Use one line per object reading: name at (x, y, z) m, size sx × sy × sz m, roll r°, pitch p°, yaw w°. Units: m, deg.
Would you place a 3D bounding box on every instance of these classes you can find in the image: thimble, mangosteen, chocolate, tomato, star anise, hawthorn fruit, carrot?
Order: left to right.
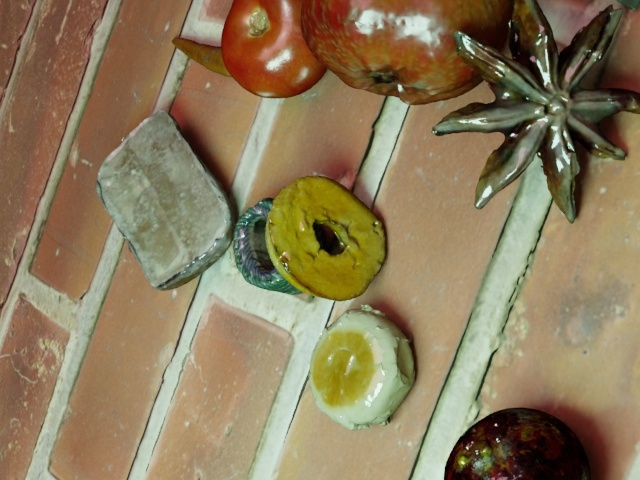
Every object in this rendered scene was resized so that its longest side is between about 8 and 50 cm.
chocolate at (-0.245, -0.063, 1.472) m, size 0.185 × 0.100 × 0.303 m, roll -42°, pitch 60°, yaw 11°
carrot at (-0.198, -0.319, 1.529) m, size 0.216 × 0.048 × 0.048 m, roll 28°, pitch 98°, yaw 43°
thimble at (-0.059, 0.011, 1.314) m, size 0.118 × 0.090 × 0.135 m, roll -44°, pitch 57°, yaw 22°
tomato at (-0.058, -0.308, 1.351) m, size 0.195 × 0.136 × 0.195 m, roll -5°, pitch 82°, yaw 36°
hawthorn fruit at (0.110, -0.317, 1.150) m, size 0.275 × 0.275 × 0.299 m, roll -18°, pitch 56°, yaw 34°
mangosteen at (0.231, 0.277, 1.000) m, size 0.184 × 0.172 × 0.172 m, roll 41°, pitch 109°, yaw 1°
star anise at (0.264, -0.154, 1.043) m, size 0.288 × 0.288 × 0.088 m, roll -64°, pitch 9°, yaw 9°

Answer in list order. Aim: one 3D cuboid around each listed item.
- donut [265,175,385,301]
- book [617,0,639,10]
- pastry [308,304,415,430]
donut at (0.000, 0.000, 1.230) m, size 0.178 × 0.162 × 0.065 m, roll 48°, pitch 152°, yaw -7°
book at (0.367, -0.360, 1.067) m, size 0.135 × 0.103 × 0.017 m, roll -61°, pitch 9°, yaw 11°
pastry at (0.052, 0.169, 1.197) m, size 0.166 × 0.088 × 0.166 m, roll -12°, pitch 70°, yaw 35°
